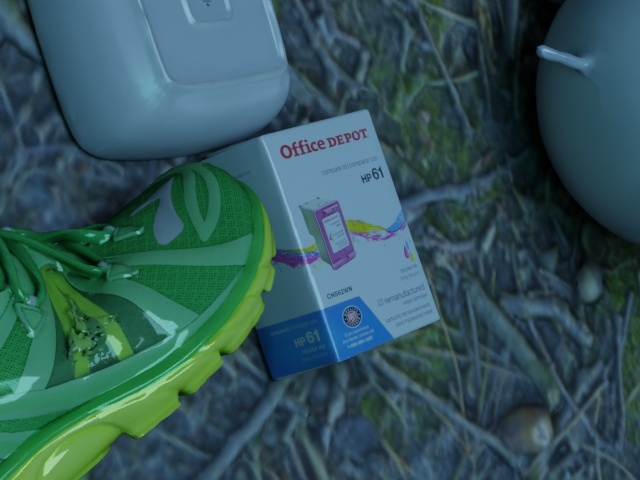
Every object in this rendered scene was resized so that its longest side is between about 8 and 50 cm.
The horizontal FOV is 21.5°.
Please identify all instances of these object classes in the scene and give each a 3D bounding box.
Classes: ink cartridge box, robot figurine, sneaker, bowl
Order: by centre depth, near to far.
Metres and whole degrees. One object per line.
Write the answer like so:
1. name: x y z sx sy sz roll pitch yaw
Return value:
1. sneaker: -0.123 0.033 0.701 0.295 0.109 0.123 -42 110 -45
2. bowl: -0.074 -0.116 0.848 0.142 0.053 0.142 -13 86 -49
3. ink cartridge box: 0.000 0.000 0.881 0.088 0.052 0.122 -19 89 -47
4. robot figurine: 0.274 -0.105 1.090 0.300 0.199 0.353 41 37 24
